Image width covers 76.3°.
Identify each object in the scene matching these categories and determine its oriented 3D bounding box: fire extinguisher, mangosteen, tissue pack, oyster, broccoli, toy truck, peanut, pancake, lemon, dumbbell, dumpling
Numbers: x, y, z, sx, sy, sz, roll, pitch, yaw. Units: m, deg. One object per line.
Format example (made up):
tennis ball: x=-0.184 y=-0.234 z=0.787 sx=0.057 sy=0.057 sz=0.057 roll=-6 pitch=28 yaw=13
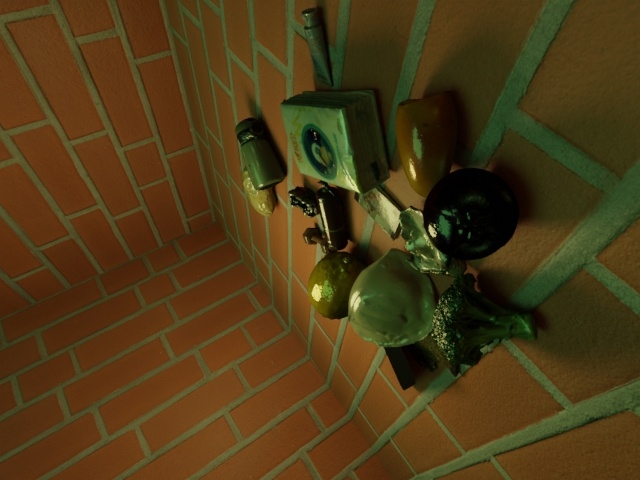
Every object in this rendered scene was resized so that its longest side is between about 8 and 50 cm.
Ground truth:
fire extinguisher: x=0.040 y=-0.121 z=1.686 sx=0.141 sy=0.105 sz=0.341 roll=37 pitch=150 yaw=44
mangosteen: x=0.352 y=-0.069 z=0.964 sx=0.216 sy=0.216 sz=0.216 roll=47 pitch=154 yaw=32
tissue pack: x=0.040 y=-0.340 z=1.359 sx=0.388 sy=0.162 sz=0.287 roll=29 pitch=141 yaw=52
oyster: x=0.327 y=0.000 z=1.230 sx=0.214 sy=0.083 sz=0.222 roll=18 pitch=129 yaw=55
broccoli: x=0.434 y=0.230 z=1.105 sx=0.269 sy=0.269 sz=0.254 roll=23 pitch=146 yaw=57
toy truck: x=-0.061 y=-0.178 z=1.870 sx=0.192 sy=0.092 sz=0.083 roll=34 pitch=146 yaw=35
peanut: x=-0.336 y=-0.286 z=2.268 sx=0.174 sy=0.158 sz=0.339 roll=18 pitch=145 yaw=18
pancake: x=0.421 y=0.419 z=1.581 sx=0.286 sy=0.033 sz=0.288 roll=42 pitch=151 yaw=38
lemon: x=0.079 y=0.187 z=1.766 sx=0.285 sy=0.286 sz=0.315 roll=27 pitch=118 yaw=55
dumbbell: x=0.000 y=0.000 z=1.946 sx=0.231 sy=0.092 sz=0.081 roll=27 pitch=110 yaw=54
dumpling: x=0.251 y=0.240 z=1.462 sx=0.316 sy=0.233 sz=0.394 roll=41 pitch=120 yaw=20

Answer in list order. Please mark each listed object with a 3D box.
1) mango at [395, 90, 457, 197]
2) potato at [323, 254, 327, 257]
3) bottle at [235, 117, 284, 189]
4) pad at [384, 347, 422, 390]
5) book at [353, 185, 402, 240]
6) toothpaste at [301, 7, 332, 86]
mango: x=0.263 y=-0.226 z=1.022 sx=0.187 sy=0.138 sz=0.256 roll=-139 pitch=36 yaw=-72
potato: x=0.070 y=0.105 z=1.947 sx=0.122 sy=0.061 sz=0.086 roll=32 pitch=146 yaw=52
bottle: x=-0.310 y=-0.432 z=2.026 sx=0.168 sy=0.169 sz=0.346 roll=-12 pitch=100 yaw=67
pad: x=0.347 y=0.484 z=1.791 sx=0.375 sy=0.063 sz=0.314 roll=87 pitch=161 yaw=-66
book: x=0.202 y=-0.122 z=1.436 sx=0.231 sy=0.026 sz=0.157 roll=51 pitch=156 yaw=24
toothpaste: x=-0.010 y=-0.611 z=1.307 sx=0.089 sy=0.057 sz=0.234 roll=44 pitch=158 yaw=42
